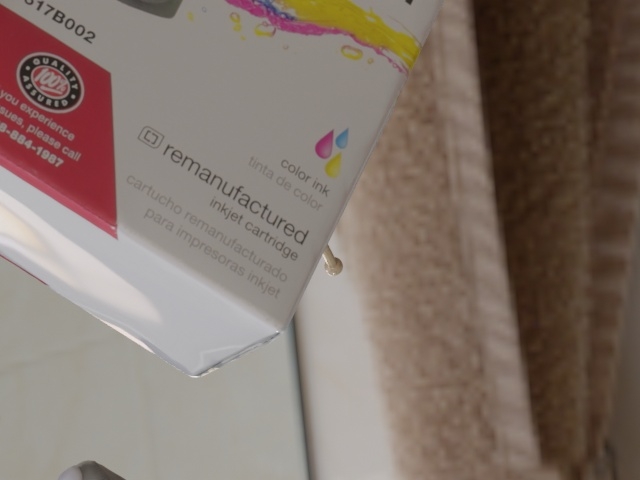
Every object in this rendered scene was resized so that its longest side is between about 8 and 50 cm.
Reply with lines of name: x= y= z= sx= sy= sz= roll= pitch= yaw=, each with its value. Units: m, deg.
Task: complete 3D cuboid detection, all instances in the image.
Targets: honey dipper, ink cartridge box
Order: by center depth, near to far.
ink cartridge box: x=-0.071 y=-0.115 z=1.072 sx=0.226 sy=0.306 sz=0.131 roll=32 pitch=155 yaw=-14
honey dipper: x=0.000 y=0.000 z=1.793 sx=0.030 sy=0.030 sz=0.160 roll=-4 pitch=157 yaw=10

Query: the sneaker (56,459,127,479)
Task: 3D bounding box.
sneaker: x=-0.064 y=0.212 z=1.366 sx=0.281 sy=0.115 sz=0.105 roll=35 pitch=-175 yaw=-34
